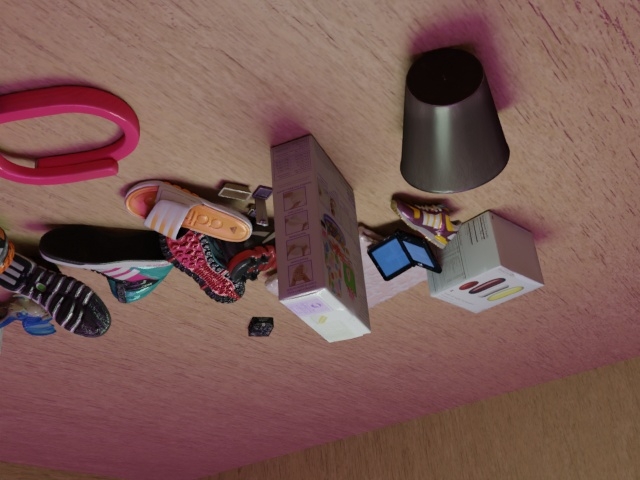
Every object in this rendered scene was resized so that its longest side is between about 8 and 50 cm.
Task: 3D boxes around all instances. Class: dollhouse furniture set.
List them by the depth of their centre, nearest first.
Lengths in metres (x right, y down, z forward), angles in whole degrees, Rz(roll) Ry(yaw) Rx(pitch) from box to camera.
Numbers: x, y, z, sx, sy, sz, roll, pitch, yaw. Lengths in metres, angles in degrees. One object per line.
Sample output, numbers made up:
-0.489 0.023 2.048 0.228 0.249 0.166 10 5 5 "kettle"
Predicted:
-0.162 -0.062 1.544 0.114 0.081 0.091 11 147 -28 "dollhouse furniture set"

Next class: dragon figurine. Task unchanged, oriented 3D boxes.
-0.707 0.186 1.877 0.289 0.085 0.144 4 149 -18 "dragon figurine"

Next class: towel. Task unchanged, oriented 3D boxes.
0.080 0.088 1.892 0.332 0.053 0.317 -31 143 34 "towel"

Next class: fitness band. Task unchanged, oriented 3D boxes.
-0.463 -0.182 1.304 0.291 0.054 0.209 -9 148 3 "fitness band"

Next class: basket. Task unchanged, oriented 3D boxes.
0.227 -0.209 1.296 0.205 0.154 0.227 -11 147 7 "basket"

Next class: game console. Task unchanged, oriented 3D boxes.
0.198 0.048 1.738 0.124 0.085 0.144 22 158 38 "game console"

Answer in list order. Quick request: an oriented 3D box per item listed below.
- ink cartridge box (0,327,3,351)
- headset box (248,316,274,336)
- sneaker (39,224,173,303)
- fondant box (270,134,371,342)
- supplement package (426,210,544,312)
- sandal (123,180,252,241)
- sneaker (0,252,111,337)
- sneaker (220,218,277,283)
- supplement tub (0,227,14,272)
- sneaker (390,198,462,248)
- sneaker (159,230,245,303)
-0.911 0.232 1.901 0.180 0.104 0.060 3 152 -16 "ink cartridge box"
-0.175 0.254 2.163 0.062 0.032 0.083 3 151 -15 "headset box"
-0.476 0.057 1.666 0.296 0.123 0.178 4 140 -21 "sneaker"
0.000 0.000 1.433 0.096 0.330 0.238 -16 149 17 "fondant box"
0.394 0.059 1.806 0.194 0.149 0.203 20 142 -39 "supplement package"
-0.267 -0.043 1.503 0.265 0.076 0.102 16 127 -10 "sandal"
-0.582 0.108 1.678 0.281 0.106 0.162 35 -178 -5 "sneaker"
-0.110 0.006 1.669 0.276 0.135 0.097 -12 148 -43 "sneaker"
-0.717 -0.004 1.501 0.117 0.116 0.190 -14 149 13 "supplement tub"
0.236 -0.059 1.661 0.185 0.069 0.084 32 102 -34 "sneaker"
-0.270 0.025 1.657 0.104 0.125 0.261 -30 120 8 "sneaker"
